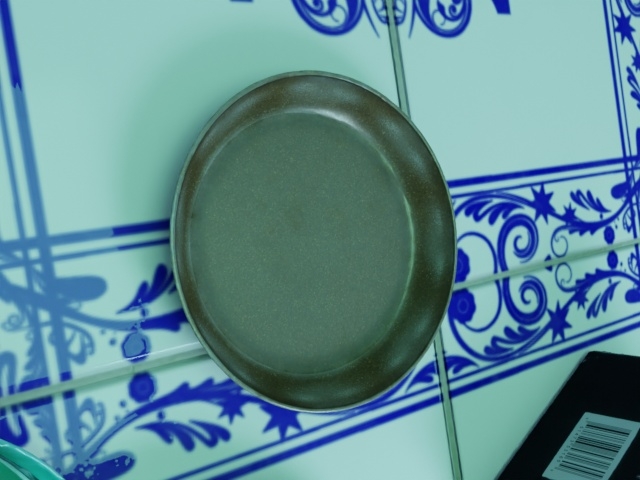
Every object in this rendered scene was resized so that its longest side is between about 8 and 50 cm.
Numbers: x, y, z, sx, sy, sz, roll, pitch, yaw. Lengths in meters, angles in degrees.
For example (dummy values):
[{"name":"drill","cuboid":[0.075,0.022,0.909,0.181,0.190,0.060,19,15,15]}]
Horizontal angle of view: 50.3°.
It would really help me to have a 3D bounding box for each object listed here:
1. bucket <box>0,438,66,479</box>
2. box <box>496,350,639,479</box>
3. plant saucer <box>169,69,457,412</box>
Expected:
[{"name":"bucket","cuboid":[-0.239,0.230,0.355,0.280,0.183,0.282,4,75,-15]},{"name":"box","cuboid":[0.374,0.338,0.784,0.296,0.182,0.294,-42,110,-27]},{"name":"plant saucer","cuboid":[0.000,0.000,0.640,0.310,0.050,0.311,1,87,-33]}]
